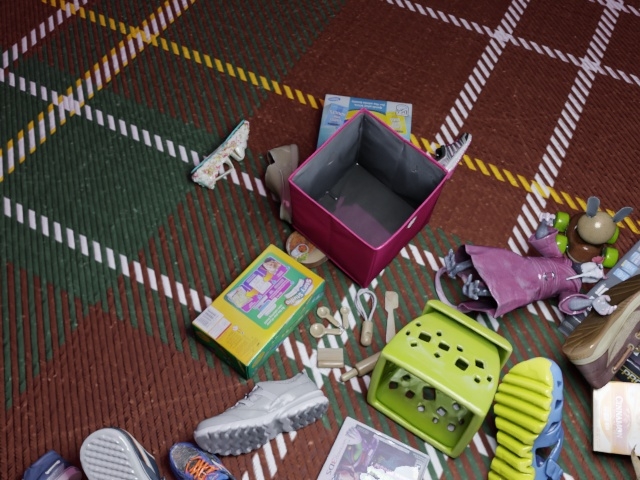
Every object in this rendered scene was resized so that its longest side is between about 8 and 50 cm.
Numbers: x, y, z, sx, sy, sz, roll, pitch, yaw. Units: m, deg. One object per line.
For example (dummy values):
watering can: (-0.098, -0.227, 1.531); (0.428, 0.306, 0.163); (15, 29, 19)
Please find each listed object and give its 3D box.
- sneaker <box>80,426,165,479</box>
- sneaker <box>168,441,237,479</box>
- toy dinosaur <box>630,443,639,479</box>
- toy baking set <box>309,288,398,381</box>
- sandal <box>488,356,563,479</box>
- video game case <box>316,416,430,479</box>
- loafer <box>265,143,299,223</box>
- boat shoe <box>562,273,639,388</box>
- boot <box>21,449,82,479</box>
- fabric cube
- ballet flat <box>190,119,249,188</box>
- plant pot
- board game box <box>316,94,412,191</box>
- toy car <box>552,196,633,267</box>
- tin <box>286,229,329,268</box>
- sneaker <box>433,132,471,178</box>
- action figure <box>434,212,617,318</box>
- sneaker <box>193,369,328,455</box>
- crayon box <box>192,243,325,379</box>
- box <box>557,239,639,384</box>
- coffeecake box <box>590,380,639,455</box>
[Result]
sneaker: (-0.342, 0.499, 1.161); (0.126, 0.127, 0.321); (-21, 83, -9)
sneaker: (-0.207, 0.464, 1.201); (0.221, 0.087, 0.083); (31, 59, 18)
toy dinosaur: (0.639, 0.476, 1.224); (0.092, 0.053, 0.183); (-44, 99, 3)
toy baking set: (0.094, 0.207, 1.425); (0.256, 0.030, 0.197); (-20, 58, -15)
sandal: (0.417, 0.371, 1.208); (0.138, 0.318, 0.126); (-4, 20, -28)
video game case: (0.103, 0.473, 1.247); (0.190, 0.022, 0.173); (23, 58, 13)
loafer: (-0.099, -0.148, 1.627); (0.091, 0.102, 0.269); (-2, 46, -2)
boat shoe: (0.654, 0.186, 1.323); (0.342, 0.123, 0.123); (-35, 93, -31)
boot: (-0.556, 0.498, 1.183); (0.086, 0.069, 0.190); (26, 50, 23)
fabric cube: (0.103, -0.089, 1.432); (0.259, 0.258, 0.254); (40, 72, 15)
ballet flat: (-0.258, -0.229, 1.695); (0.077, 0.091, 0.241); (43, 64, -10)
plant pot: (0.252, 0.271, 1.278); (0.228, 0.227, 0.207); (31, 54, 18)
board game box: (0.118, -0.251, 1.714); (0.253, 0.079, 0.336); (6, 55, 2)
toy car: (0.677, -0.042, 1.526); (0.154, 0.188, 0.149); (15, 56, 7)
tin: (0.000, 0.000, 1.562); (0.189, 0.040, 0.106); (-33, 59, -22)
sneaker: (0.363, -0.250, 1.732); (0.074, 0.063, 0.170); (31, 64, 11)
action figure: (0.484, 0.101, 1.406); (0.369, 0.276, 0.248); (-2, 61, -13)
sneaker: (-0.129, 0.354, 1.286); (0.281, 0.105, 0.115); (-12, 44, -24)
crayon box: (-0.136, 0.157, 1.420); (0.165, 0.081, 0.278); (34, 60, 19)
box: (0.806, 0.175, 1.438); (0.394, 0.097, 0.318); (-36, 62, -22)
coffeecake box: (0.654, 0.366, 1.262); (0.185, 0.068, 0.143); (1, 73, 19)
